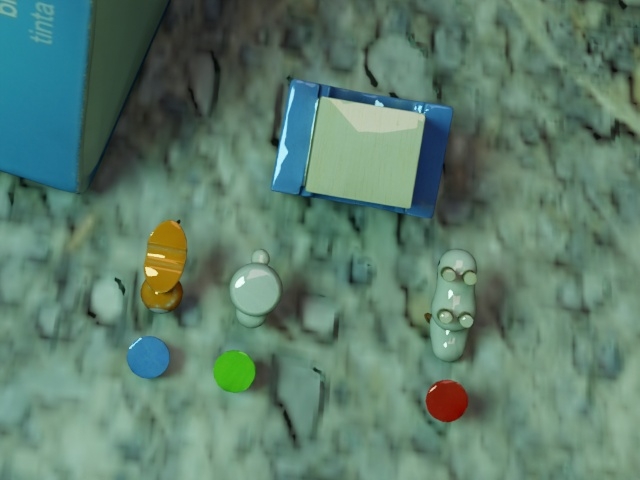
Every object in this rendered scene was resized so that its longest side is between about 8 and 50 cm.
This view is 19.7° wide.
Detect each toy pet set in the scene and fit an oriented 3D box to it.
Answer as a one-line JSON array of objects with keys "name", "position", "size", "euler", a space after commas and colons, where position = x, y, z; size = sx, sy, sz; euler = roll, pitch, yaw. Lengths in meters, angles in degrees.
[{"name": "toy pet set", "position": [0.000, 0.000, 0.679], "size": [0.122, 0.065, 0.114], "euler": [10, 93, -2]}]

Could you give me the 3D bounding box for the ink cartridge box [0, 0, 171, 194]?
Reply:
[{"name": "ink cartridge box", "position": [-0.223, -0.225, 0.694], "size": [0.395, 0.166, 0.285], "euler": [18, 57, 1]}]
